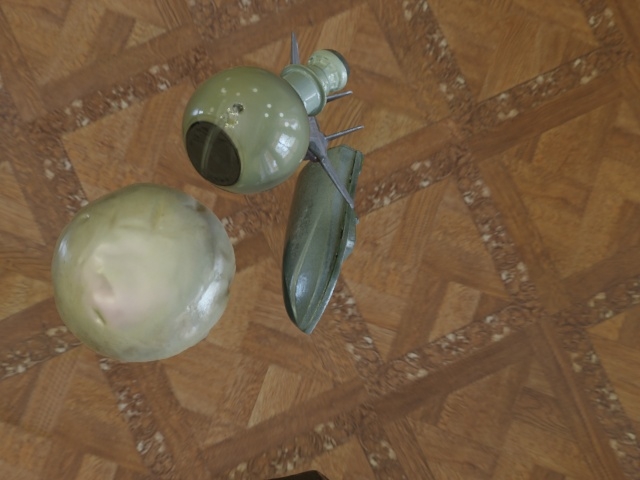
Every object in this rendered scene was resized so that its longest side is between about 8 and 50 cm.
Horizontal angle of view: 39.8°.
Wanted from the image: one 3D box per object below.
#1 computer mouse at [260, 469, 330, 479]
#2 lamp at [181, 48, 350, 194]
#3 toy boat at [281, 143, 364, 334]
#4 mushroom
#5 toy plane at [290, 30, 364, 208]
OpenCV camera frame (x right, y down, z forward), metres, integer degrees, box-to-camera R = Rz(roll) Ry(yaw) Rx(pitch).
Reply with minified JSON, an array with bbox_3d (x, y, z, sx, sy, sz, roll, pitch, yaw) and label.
[{"bbox_3d":[-0.080,0.251,0.675,0.264,0.147,0.088,-15,107,14],"label":"computer mouse"},{"bbox_3d":[-0.030,-0.100,0.657,0.091,0.091,0.163,43,48,2],"label":"lamp"},{"bbox_3d":[0.000,0.000,1.330,0.092,0.141,0.319,27,52,-22],"label":"toy boat"},{"bbox_3d":[-0.333,0.049,1.552,0.356,0.315,0.315,6,84,35],"label":"mushroom"},{"bbox_3d":[-0.034,-0.121,0.910,0.088,0.267,0.212,-18,92,20],"label":"toy plane"}]
